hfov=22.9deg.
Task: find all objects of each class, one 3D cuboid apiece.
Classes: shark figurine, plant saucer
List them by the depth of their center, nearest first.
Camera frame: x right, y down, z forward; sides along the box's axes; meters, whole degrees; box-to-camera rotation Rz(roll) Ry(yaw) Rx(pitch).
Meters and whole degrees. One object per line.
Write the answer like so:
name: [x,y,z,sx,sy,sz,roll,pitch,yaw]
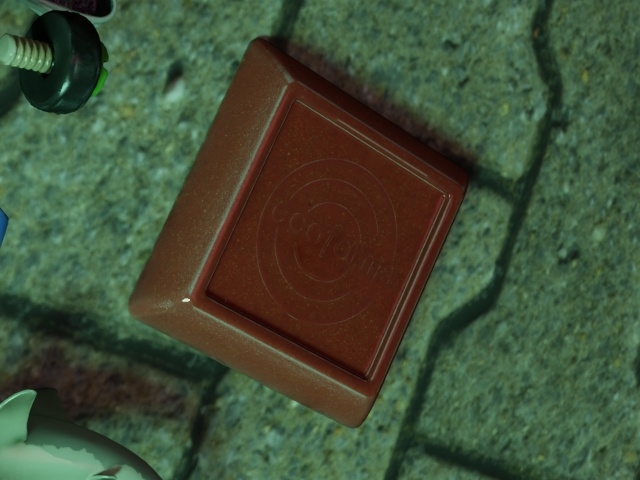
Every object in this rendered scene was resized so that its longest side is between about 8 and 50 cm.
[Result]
shark figurine: [-0.188,0.167,1.211,0.278,0.116,0.166,21,117,-23]
plant saucer: [0.000,0.000,1.338,0.258,0.048,0.259,30,78,-30]

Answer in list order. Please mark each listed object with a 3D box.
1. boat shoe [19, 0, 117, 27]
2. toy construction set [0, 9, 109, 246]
boat shoe: [-0.231,-0.211,1.168,0.184,0.063,0.066,37,75,-29]
toy construction set: [-0.298,-0.147,0.919,0.237,0.309,0.257,8,122,-42]
